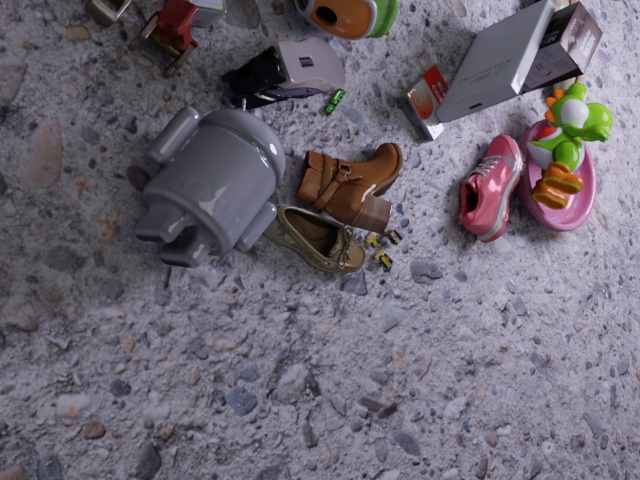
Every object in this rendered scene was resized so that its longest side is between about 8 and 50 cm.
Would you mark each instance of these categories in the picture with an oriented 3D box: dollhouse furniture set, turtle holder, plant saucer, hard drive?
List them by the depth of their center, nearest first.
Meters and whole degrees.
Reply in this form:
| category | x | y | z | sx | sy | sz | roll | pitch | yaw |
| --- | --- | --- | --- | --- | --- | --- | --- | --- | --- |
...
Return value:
| category | x | y | z | sx | sy | sz | roll | pitch | yaw |
| --- | --- | --- | --- | --- | --- | --- | --- | --- | --- |
| dollhouse furniture set | -0.355 | -0.499 | 1.269 | 0.374 | 0.201 | 0.152 | 37 | 65 | -25 |
| turtle holder | 0.055 | -0.611 | 1.545 | 0.228 | 0.243 | 0.320 | -10 | 98 | -19 |
| hard drive | 0.451 | -0.461 | 1.778 | 0.047 | 0.233 | 0.353 | 45 | 56 | -24 |
| plant saucer | 0.675 | -0.188 | 2.017 | 0.332 | 0.084 | 0.332 | 4 | 83 | -34 |

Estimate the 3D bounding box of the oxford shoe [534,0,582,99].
| category | x | y | z | sx | sy | sz | roll | pitch | yaw |
| --- | --- | --- | --- | --- | --- | --- | --- | --- | --- |
| oxford shoe | 0.697 | -0.590 | 2.075 | 0.147 | 0.140 | 0.396 | -5 | 92 | -4 |

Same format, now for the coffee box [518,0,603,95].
| category | x | y | z | sx | sy | sz | roll | pitch | yaw |
| --- | --- | --- | --- | --- | --- | --- | --- | --- | --- |
| coffee box | 0.573 | -0.495 | 1.850 | 0.119 | 0.297 | 0.168 | 43 | 63 | -23 |

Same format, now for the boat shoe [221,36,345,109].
| category | x | y | z | sx | sy | sz | roll | pitch | yaw |
| --- | --- | --- | --- | --- | --- | --- | --- | --- | --- |
| boat shoe | -0.077 | -0.360 | 1.508 | 0.340 | 0.158 | 0.127 | -21 | 92 | -63 |

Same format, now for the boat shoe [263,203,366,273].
| category | x | y | z | sx | sy | sz | roll | pitch | yaw |
| --- | --- | --- | --- | --- | --- | --- | --- | --- | --- |
| boat shoe | 0.000 | 0.000 | 1.526 | 0.285 | 0.089 | 0.104 | 23 | 72 | -31 |

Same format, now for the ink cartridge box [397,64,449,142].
| category | x | y | z | sx | sy | sz | roll | pitch | yaw |
| --- | --- | --- | --- | --- | --- | --- | --- | --- | --- |
| ink cartridge box | 0.297 | -0.360 | 1.800 | 0.179 | 0.045 | 0.145 | -43 | 109 | -27 |

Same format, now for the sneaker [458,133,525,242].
| category | x | y | z | sx | sy | sz | roll | pitch | yaw |
| --- | --- | --- | --- | --- | --- | --- | --- | --- | --- |
| sneaker | 0.448 | -0.158 | 1.838 | 0.136 | 0.116 | 0.313 | 24 | 72 | -29 |

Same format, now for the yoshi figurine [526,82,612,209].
| category | x | y | z | sx | sy | sz | roll | pitch | yaw |
| --- | --- | --- | --- | --- | --- | --- | --- | --- | --- |
| yoshi figurine | 0.709 | -0.264 | 1.897 | 0.203 | 0.204 | 0.362 | 41 | 60 | -42 |

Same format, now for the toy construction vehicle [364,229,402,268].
| category | x | y | z | sx | sy | sz | roll | pitch | yaw |
| --- | --- | --- | --- | --- | --- | --- | --- | --- | --- |
| toy construction vehicle | 0.149 | 0.006 | 1.667 | 0.086 | 0.035 | 0.098 | -48 | 109 | -17 |

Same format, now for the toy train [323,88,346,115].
| category | x | y | z | sx | sy | sz | roll | pitch | yaw |
| --- | --- | --- | --- | --- | --- | --- | --- | --- | --- |
| toy train | 0.034 | -0.329 | 1.631 | 0.024 | 0.017 | 0.083 | 37 | 65 | -14 |

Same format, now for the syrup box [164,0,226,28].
| category | x | y | z | sx | sy | sz | roll | pitch | yaw |
| --- | --- | --- | --- | --- | --- | --- | --- | --- | --- |
| syrup box | -0.262 | -0.567 | 1.405 | 0.093 | 0.096 | 0.236 | -4 | 86 | -37 |

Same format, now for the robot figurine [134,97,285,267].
| category | x | y | z | sx | sy | sz | roll | pitch | yaw |
| --- | --- | --- | --- | --- | --- | --- | --- | --- | --- |
| robot figurine | -0.200 | -0.111 | 1.333 | 0.300 | 0.200 | 0.353 | 52 | 59 | -36 |

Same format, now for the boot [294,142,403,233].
| category | x | y | z | sx | sy | sz | roll | pitch | yaw |
| --- | --- | --- | --- | --- | --- | --- | --- | --- | --- |
| boot | 0.065 | -0.155 | 1.595 | 0.220 | 0.109 | 0.283 | 22 | 57 | -8 |
